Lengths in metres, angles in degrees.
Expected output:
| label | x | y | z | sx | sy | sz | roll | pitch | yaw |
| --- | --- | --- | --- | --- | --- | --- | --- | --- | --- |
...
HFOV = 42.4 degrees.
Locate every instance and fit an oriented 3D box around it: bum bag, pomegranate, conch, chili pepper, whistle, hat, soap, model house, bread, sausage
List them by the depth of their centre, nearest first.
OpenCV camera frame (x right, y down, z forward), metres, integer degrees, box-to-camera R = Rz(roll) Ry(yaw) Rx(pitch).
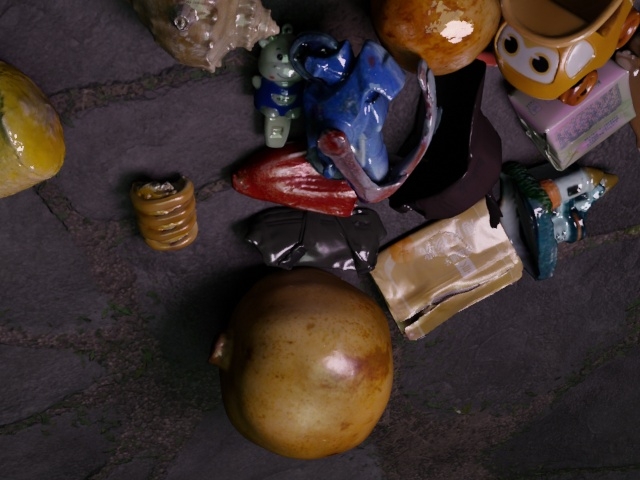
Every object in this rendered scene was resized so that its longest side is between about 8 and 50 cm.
| label | x | y | z | sx | sy | sz | roll | pitch | yaw |
| --- | --- | --- | --- | --- | --- | --- | --- | --- | --- |
| conch | -0.202 | -0.411 | 1.284 | 0.324 | 0.186 | 0.263 | 16 | 101 | -32 |
| bread | -0.510 | -0.175 | 1.333 | 0.171 | 0.197 | 0.197 | -27 | 131 | 9 |
| pomegranate | 0.200 | -0.400 | 1.408 | 0.248 | 0.248 | 0.248 | -11 | 129 | -14 |
| whistle | -0.071 | -0.274 | 1.486 | 0.110 | 0.092 | 0.244 | 0 | 126 | -14 |
| bread | -0.294 | -0.052 | 1.577 | 0.119 | 0.084 | 0.177 | -14 | 134 | -11 |
| chili pepper | -0.046 | -0.129 | 1.605 | 0.253 | 0.136 | 0.144 | 4 | 151 | -15 |
| hat | 0.295 | -0.179 | 1.622 | 0.209 | 0.238 | 0.336 | 12 | 111 | -26 |
| sausage | 0.379 | -0.358 | 1.639 | 0.253 | 0.034 | 0.034 | -1 | 126 | -21 |
| soap | 0.508 | -0.273 | 1.664 | 0.199 | 0.138 | 0.182 | -37 | 149 | 8 |
| bum bag | 0.000 | 0.000 | 1.708 | 0.326 | 0.142 | 0.080 | 0 | 164 | -23 |
| pomegranate | -0.042 | 0.245 | 1.709 | 0.417 | 0.416 | 0.416 | -11 | 129 | -14 |
| model house | 0.553 | -0.082 | 1.838 | 0.291 | 0.184 | 0.253 | -25 | 127 | -9 |

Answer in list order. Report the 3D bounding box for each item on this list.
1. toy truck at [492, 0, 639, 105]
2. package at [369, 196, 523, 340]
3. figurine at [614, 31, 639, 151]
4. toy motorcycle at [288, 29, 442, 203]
| label | x | y | z | sx | sy | sz | roll | pitch | yaw |
| --- | --- | --- | --- | --- | --- | --- | --- | --- | --- |
| toy truck | 0.438 | -0.401 | 1.480 | 0.288 | 0.204 | 0.212 | -51 | 155 | 7 |
| package | 0.287 | 0.079 | 1.856 | 0.311 | 0.165 | 0.221 | -28 | 131 | 0 |
| figurine | 0.715 | -0.336 | 1.692 | 0.173 | 0.177 | 0.247 | -34 | 101 | -26 |
| toy motorcycle | 0.081 | -0.232 | 1.444 | 0.241 | 0.182 | 0.319 | -13 | 135 | -3 |
